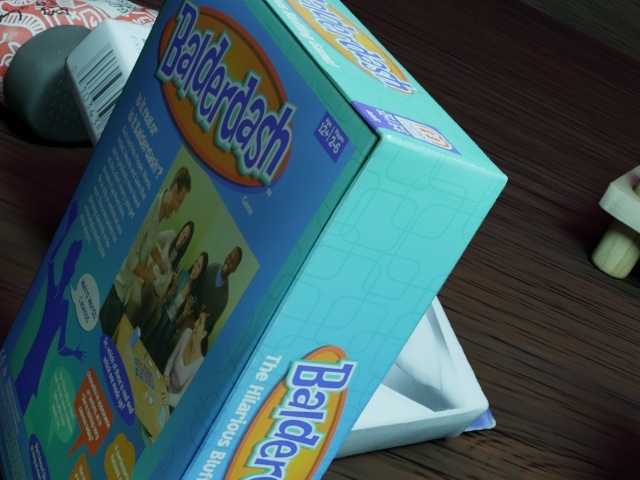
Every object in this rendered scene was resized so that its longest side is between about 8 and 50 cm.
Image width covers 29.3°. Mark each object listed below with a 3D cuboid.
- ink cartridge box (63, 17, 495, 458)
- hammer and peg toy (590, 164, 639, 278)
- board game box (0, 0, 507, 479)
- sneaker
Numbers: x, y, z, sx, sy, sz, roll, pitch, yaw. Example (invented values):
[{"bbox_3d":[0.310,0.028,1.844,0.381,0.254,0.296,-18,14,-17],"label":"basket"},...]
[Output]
[{"bbox_3d":[0.000,0.000,0.625,0.224,0.045,0.223,1,58,-51],"label":"ink cartridge box"},{"bbox_3d":[0.423,0.040,1.072,0.361,0.127,0.266,36,22,16],"label":"hammer and peg toy"},{"bbox_3d":[-0.043,0.021,0.406,0.047,0.210,0.160,15,26,-32],"label":"board game box"},{"bbox_3d":[-0.119,-0.130,0.819,0.270,0.090,0.145,-4,41,-51],"label":"sneaker"}]
